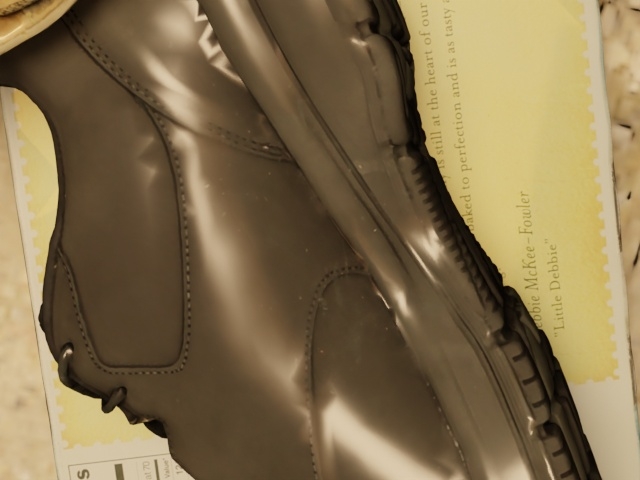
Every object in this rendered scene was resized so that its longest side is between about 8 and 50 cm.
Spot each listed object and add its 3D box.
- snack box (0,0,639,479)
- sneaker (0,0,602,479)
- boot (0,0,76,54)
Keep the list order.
[{"bbox_3d":[0.000,0.000,0.513,0.187,0.060,0.322,-7,98,-1],"label":"snack box"},{"bbox_3d":[-0.005,0.030,0.445,0.130,0.109,0.286,-25,88,8],"label":"sneaker"},{"bbox_3d":[-0.083,-0.152,0.409,0.262,0.095,0.203,-24,56,-14],"label":"boot"}]
